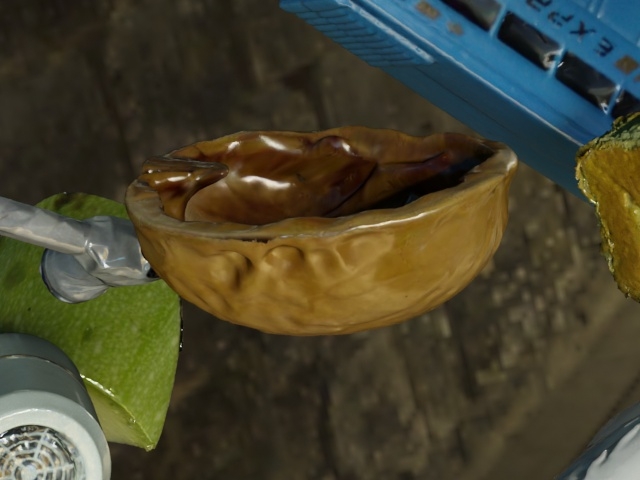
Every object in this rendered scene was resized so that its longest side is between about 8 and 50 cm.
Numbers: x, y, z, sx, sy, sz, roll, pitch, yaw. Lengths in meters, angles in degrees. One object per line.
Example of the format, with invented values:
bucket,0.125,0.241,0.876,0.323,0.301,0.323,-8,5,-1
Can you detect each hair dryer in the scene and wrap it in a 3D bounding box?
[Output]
hair dryer,-0.319,0.140,1.257,0.357,0.107,0.173,-5,11,-12

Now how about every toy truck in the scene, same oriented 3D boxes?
toy truck,0.148,-0.161,1.452,0.162,0.385,0.161,-63,25,-8

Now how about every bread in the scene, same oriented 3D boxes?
bread,0.231,-0.024,1.214,0.069,0.128,0.140,-34,17,-32

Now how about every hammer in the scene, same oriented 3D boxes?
hammer,-0.266,-0.036,1.077,0.427,0.044,0.152,16,-17,-32

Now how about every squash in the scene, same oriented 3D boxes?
squash,-0.202,0.053,1.459,0.192,0.184,0.085,8,0,23

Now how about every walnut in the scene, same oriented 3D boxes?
walnut,0.002,0.002,0.989,0.211,0.087,0.167,4,20,34

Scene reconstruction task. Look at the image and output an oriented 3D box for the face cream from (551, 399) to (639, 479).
face cream,0.147,0.137,0.862,0.206,0.111,0.206,-41,-9,-8
